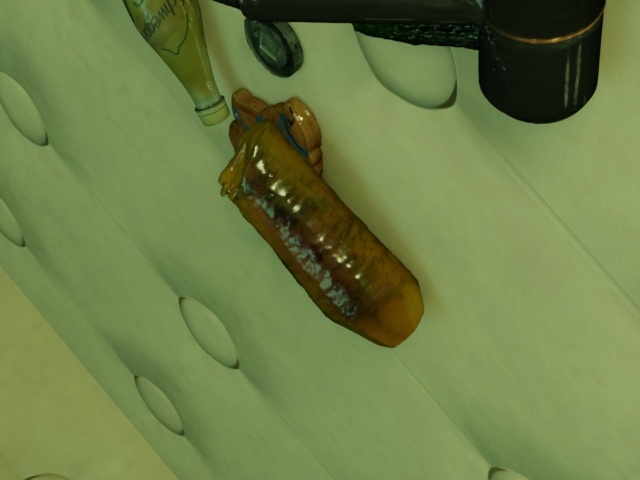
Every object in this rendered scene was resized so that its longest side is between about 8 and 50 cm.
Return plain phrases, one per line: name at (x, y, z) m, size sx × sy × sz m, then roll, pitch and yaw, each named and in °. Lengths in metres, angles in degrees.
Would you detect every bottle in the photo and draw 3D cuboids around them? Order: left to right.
bottle at (-0.177, -0.259, 1.650) m, size 0.083 × 0.083 × 0.270 m, roll 12°, pitch 135°, yaw 53°

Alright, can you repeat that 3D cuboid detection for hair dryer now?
hair dryer at (0.059, -0.195, 1.150) m, size 0.352 × 0.107 × 0.189 m, roll 3°, pitch 140°, yaw 11°

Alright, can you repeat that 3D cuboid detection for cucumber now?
cucumber at (0.099, -0.208, 1.290) m, size 0.187 × 0.058 × 0.058 m, roll 17°, pitch 138°, yaw 50°

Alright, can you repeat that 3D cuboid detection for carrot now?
carrot at (0.000, 0.000, 1.631) m, size 0.302 × 0.114 × 0.114 m, roll 47°, pitch 156°, yaw -12°

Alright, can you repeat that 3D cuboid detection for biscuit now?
biscuit at (-0.059, -0.097, 1.726) m, size 0.183 × 0.043 × 0.280 m, roll 51°, pitch 152°, yaw 8°

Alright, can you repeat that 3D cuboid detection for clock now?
clock at (-0.053, -0.224, 1.566) m, size 0.085 × 0.017 × 0.085 m, roll 38°, pitch 151°, yaw 25°
